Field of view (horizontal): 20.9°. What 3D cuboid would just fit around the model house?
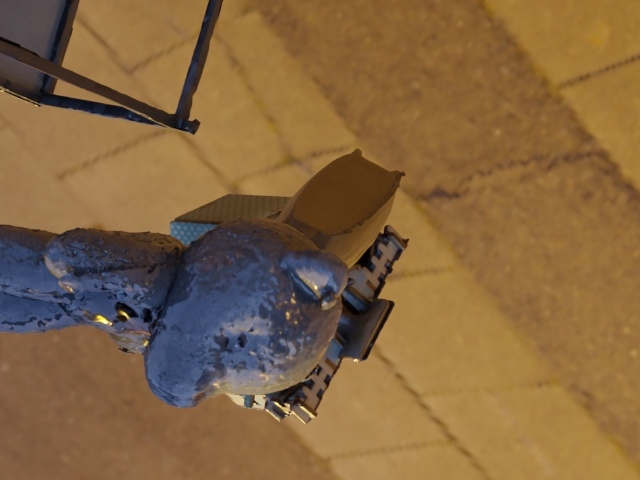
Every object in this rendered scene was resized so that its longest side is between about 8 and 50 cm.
[{"bbox_3d":[-0.049,0.038,1.843,0.178,0.271,0.206,7,149,49],"label":"model house"}]

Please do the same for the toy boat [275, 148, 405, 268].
[{"bbox_3d":[0.000,0.000,1.682,0.089,0.321,0.121,30,113,4],"label":"toy boat"}]

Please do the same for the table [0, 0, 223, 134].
[{"bbox_3d":[-0.294,-0.272,1.766,0.272,0.222,0.335,14,176,42],"label":"table"}]

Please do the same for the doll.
[{"bbox_3d":[-0.148,0.066,1.422,0.340,0.158,0.246,1,156,0],"label":"doll"}]
